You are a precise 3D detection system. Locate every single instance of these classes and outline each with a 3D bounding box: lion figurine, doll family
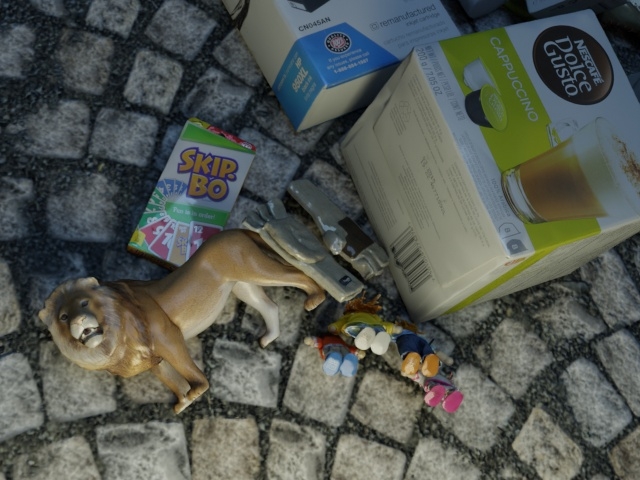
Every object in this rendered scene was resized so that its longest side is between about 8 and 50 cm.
[{"bbox_3d":[-0.186,0.085,1.402,0.392,0.142,0.240,-35,85,-28],"label":"lion figurine"},{"bbox_3d":[0.111,0.155,1.462,0.263,0.163,0.118,20,97,-9],"label":"doll family"}]

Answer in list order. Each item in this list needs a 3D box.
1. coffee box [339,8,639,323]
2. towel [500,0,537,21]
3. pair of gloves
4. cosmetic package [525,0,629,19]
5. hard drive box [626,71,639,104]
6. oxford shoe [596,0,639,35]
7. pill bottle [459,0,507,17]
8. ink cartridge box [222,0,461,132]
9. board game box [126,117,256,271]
[{"bbox_3d":[0.283,-0.108,1.511,0.334,0.338,0.337,-16,75,-23],"label":"coffee box"},{"bbox_3d":[0.397,-0.536,1.894,0.102,0.021,0.237,24,63,-14],"label":"towel"},{"bbox_3d":[0.000,0.000,1.485,0.204,0.042,0.240,42,26,5],"label":"pair of gloves"},{"bbox_3d":[0.458,-0.512,1.784,0.151,0.151,0.183,1,75,-57],"label":"cosmetic package"},{"bbox_3d":[0.537,-0.167,1.660,0.232,0.181,0.089,38,59,-29],"label":"hard drive box"},{"bbox_3d":[0.609,-0.441,1.890,0.130,0.123,0.348,-39,85,0],"label":"oxford shoe"},{"bbox_3d":[0.250,-0.551,1.779,0.152,0.152,0.272,-24,78,-24],"label":"pill bottle"},{"bbox_3d":[0.005,-0.424,1.643,0.285,0.166,0.395,-24,78,-25],"label":"ink cartridge box"},{"bbox_3d":[-0.195,-0.073,1.519,0.124,0.039,0.259,24,62,-9],"label":"board game box"}]
